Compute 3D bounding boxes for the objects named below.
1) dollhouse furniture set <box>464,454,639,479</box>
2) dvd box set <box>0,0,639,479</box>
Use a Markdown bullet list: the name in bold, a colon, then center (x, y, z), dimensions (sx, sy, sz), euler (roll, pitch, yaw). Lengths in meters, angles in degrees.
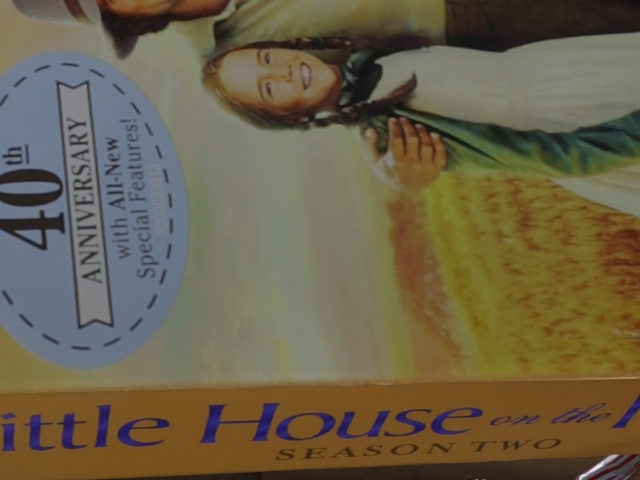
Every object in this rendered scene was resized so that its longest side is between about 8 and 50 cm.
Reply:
- **dollhouse furniture set**: center (0.225, 0.234, 0.816), dimensions (0.201, 0.374, 0.152), euler (-31, -134, -15)
- **dvd box set**: center (-0.009, -0.078, 0.452), dimensions (0.421, 0.062, 0.307), euler (0, -122, -12)
